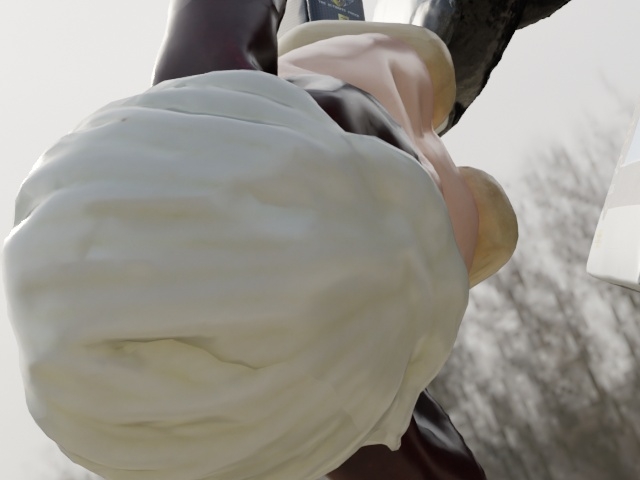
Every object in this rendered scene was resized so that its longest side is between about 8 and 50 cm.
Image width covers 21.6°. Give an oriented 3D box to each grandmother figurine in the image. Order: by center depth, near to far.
[{"bbox_3d":[0.000,0.000,0.472,0.104,0.208,0.342,-31,-1,12],"label":"grandmother figurine"}]

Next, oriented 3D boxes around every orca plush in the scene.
[{"bbox_3d":[0.106,-0.176,0.964,0.102,0.287,0.151,12,9,-15],"label":"orca plush"}]

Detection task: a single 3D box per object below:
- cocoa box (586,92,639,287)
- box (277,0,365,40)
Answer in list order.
[{"bbox_3d":[0.363,-0.045,1.316,0.231,0.228,0.347,17,1,3],"label":"cocoa box"},{"bbox_3d":[-0.037,-0.070,1.335,0.059,0.183,0.232,16,-42,-25],"label":"box"}]
